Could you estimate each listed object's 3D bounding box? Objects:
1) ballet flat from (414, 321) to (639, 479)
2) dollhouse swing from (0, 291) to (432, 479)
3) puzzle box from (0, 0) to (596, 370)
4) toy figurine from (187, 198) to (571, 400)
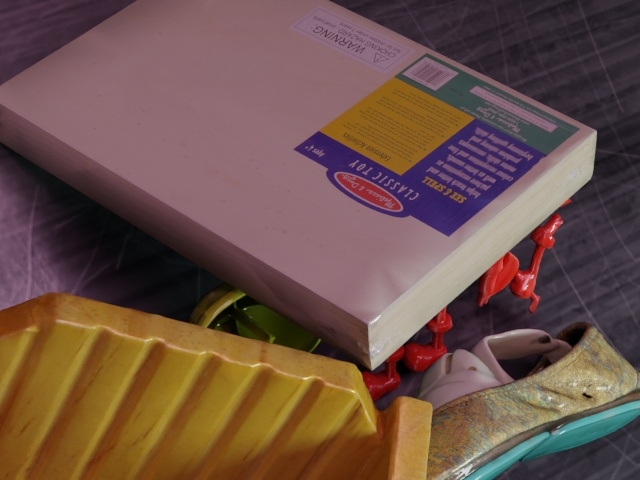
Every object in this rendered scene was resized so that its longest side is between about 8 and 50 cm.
[{"bbox_3d":[0.143,0.133,1.276,0.348,0.123,0.123,-12,72,-52],"label":"ballet flat"},{"bbox_3d":[-0.130,0.266,1.053,0.347,0.315,0.305,16,44,-17],"label":"dollhouse swing"},{"bbox_3d":[-0.028,-0.082,1.248,0.409,0.052,0.272,31,52,31],"label":"puzzle box"},{"bbox_3d":[0.000,0.000,1.331,0.363,0.191,0.217,-26,50,-23],"label":"toy figurine"}]
